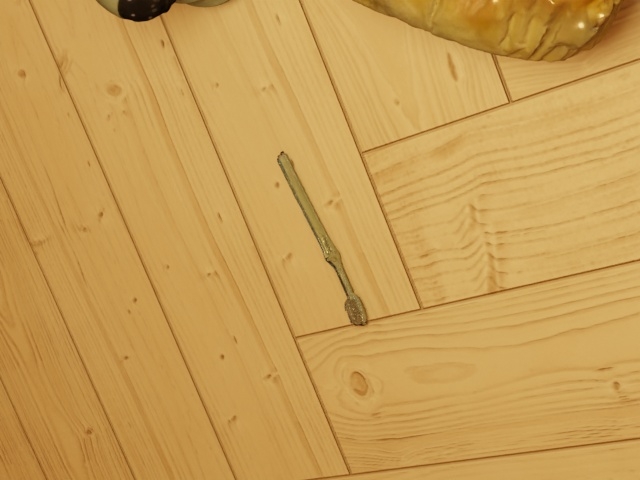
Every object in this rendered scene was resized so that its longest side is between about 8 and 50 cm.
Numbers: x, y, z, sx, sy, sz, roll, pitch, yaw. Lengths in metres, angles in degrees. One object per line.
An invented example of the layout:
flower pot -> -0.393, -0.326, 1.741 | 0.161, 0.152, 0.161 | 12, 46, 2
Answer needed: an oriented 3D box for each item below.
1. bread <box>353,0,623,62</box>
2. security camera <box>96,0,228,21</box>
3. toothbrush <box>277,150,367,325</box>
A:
bread -> 0.179, -0.361, 1.320 | 0.388, 0.236, 0.183 | 20, 140, 10
security camera -> -0.224, -0.401, 1.518 | 0.191, 0.277, 0.197 | 49, 126, 8
toothbrush -> 0.003, -0.002, 1.698 | 0.026, 0.028, 0.294 | -24, 90, 36
